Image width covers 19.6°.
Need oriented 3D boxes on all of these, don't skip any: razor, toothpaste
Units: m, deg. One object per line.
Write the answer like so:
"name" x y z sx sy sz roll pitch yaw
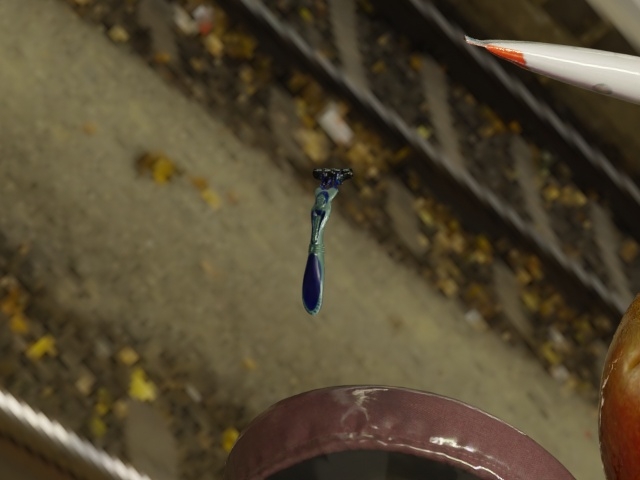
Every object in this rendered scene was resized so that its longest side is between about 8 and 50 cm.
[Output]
"razor" -0.002 -0.002 1.861 0.028 0.044 0.154 38 57 -62
"toothpaste" 0.173 -0.091 1.043 0.190 0.031 0.048 13 11 0

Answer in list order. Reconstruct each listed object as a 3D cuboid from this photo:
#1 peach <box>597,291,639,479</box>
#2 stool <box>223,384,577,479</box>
"peach" 0.321 0.151 1.340 0.249 0.245 0.274 15 46 -9
"stool" 0.043 0.243 1.222 0.272 0.272 0.178 43 43 -19
